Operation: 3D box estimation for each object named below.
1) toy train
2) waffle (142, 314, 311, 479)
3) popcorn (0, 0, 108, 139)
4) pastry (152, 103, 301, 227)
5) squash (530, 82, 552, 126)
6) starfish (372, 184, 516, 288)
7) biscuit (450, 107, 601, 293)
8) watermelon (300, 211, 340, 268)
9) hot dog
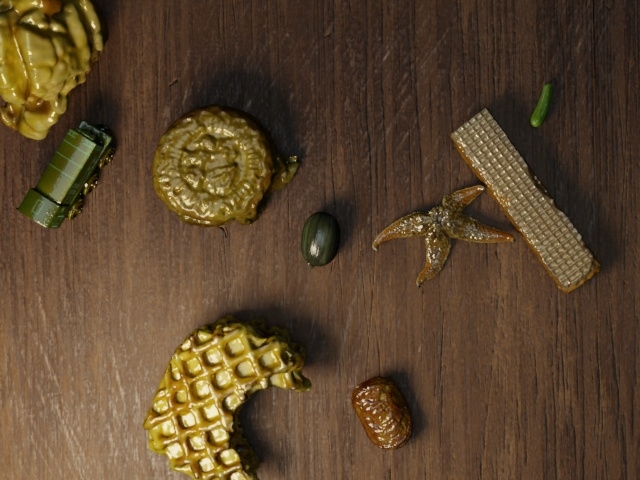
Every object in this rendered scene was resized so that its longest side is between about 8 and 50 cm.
[{"bbox_3d":[-0.477,-0.126,1.834,0.090,0.137,0.225,31,93,2],"label":"toy train"},{"bbox_3d":[-0.173,0.299,1.815,0.261,0.151,0.324,26,90,0],"label":"waffle"},{"bbox_3d":[-0.522,-0.346,1.783,0.225,0.265,0.332,17,109,-1],"label":"popcorn"},{"bbox_3d":[-0.194,-0.136,1.820,0.235,0.132,0.240,42,93,3],"label":"pastry"},{"bbox_3d":[0.424,-0.257,1.838,0.027,0.027,0.089,23,88,3],"label":"squash"},{"bbox_3d":[0.231,-0.005,1.841,0.247,0.050,0.138,-27,89,10],"label":"starfish"},{"bbox_3d":[0.388,-0.072,1.825,0.094,0.054,0.378,-37,88,4],"label":"biscuit"},{"bbox_3d":[0.000,0.000,1.836,0.078,0.078,0.110,7,96,3],"label":"watermelon"},{"bbox_3d":[0.119,0.327,1.836,0.099,0.065,0.147,-29,100,3],"label":"hot dog"}]
